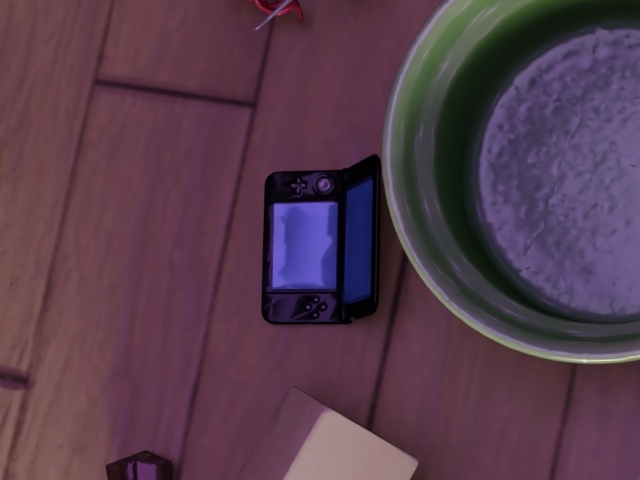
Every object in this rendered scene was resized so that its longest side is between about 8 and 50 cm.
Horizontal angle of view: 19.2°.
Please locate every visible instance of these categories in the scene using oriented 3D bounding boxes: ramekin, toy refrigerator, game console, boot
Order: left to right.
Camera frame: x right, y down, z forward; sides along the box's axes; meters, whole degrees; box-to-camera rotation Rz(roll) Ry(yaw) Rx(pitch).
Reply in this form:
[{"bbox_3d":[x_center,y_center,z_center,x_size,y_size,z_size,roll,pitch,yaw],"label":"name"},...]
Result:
[{"bbox_3d":[-0.114,0.215,1.462,0.106,0.037,0.114,-6,74,11],"label":"boot"},{"bbox_3d":[-0.039,0.250,1.382,0.094,0.102,0.269,31,86,-15],"label":"toy refrigerator"},{"bbox_3d":[0.000,0.000,1.449,0.107,0.071,0.122,-1,80,14],"label":"game console"},{"bbox_3d":[0.208,-0.058,1.357,0.303,0.148,0.303,-2,83,17],"label":"ramekin"}]

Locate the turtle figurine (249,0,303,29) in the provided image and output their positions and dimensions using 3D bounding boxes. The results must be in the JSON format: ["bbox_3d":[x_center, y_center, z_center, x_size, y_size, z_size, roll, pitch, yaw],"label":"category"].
[{"bbox_3d":[-0.030,-0.272,1.481,0.175,0.118,0.234,35,75,3],"label":"turtle figurine"}]
